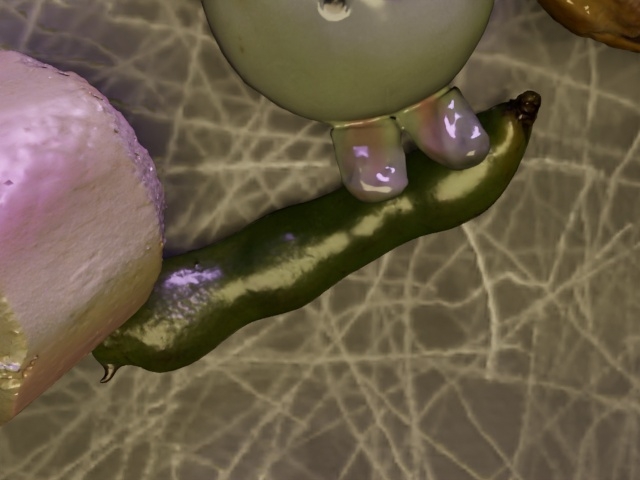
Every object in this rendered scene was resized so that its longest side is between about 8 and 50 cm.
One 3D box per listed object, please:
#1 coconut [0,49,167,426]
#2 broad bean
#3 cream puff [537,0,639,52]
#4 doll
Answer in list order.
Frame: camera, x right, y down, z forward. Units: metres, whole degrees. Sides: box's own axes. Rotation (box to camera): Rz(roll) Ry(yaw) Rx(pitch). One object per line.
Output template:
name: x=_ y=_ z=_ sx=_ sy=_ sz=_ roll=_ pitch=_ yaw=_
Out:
coconut: x=-0.157 y=0.003 z=0.583 sx=0.147 sy=0.147 sz=0.153 roll=53 pitch=53 yaw=-10
broad bean: x=0.000 y=0.001 z=0.656 sx=0.256 sy=0.053 sz=0.052 roll=-27 pitch=63 yaw=2
cream puff: x=0.163 y=-0.172 z=0.588 sx=0.189 sy=0.129 sz=0.189 roll=-8 pitch=127 yaw=-10
doll: x=0.006 y=-0.159 z=0.602 sx=0.155 sy=0.113 sz=0.275 roll=-19 pitch=108 yaw=-2
